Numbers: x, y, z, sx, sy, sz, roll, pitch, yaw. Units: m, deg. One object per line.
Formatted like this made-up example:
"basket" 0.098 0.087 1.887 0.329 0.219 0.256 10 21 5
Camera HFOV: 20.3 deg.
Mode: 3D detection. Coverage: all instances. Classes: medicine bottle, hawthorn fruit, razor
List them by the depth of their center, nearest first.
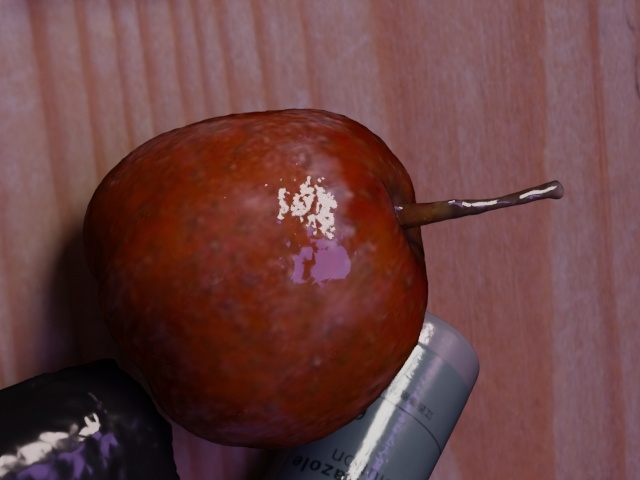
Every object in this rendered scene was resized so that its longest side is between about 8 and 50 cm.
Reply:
"razor" -0.226 0.203 1.107 0.327 0.107 0.189 -20 101 -41
"hawthorn fruit" -0.039 0.009 1.195 0.235 0.231 0.263 7 116 -52
"medicine bottle" 0.000 0.211 1.303 0.110 0.110 0.352 46 59 -29
